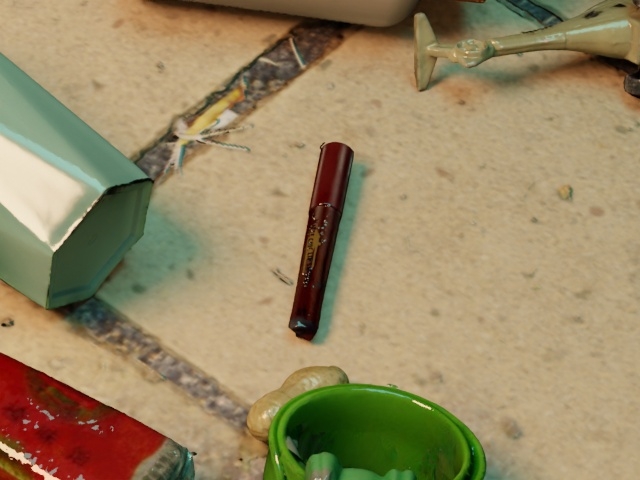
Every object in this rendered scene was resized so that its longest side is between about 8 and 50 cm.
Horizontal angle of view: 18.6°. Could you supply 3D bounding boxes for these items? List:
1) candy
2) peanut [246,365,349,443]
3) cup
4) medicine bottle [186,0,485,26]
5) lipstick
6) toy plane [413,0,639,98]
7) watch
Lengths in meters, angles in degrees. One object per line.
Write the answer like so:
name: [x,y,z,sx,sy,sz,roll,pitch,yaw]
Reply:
candy: [-0.165,0.126,1.189,0.292,0.059,0.086,29,48,15]
peanut: [-0.015,0.103,1.259,0.037,0.037,0.083,39,54,23]
cup: [-0.228,-0.065,1.306,0.236,0.148,0.134,33,23,17]
medicine bottle: [-0.007,-0.250,1.507,0.289,0.157,0.157,7,46,-6]
lipstick: [0.001,0.000,1.366,0.027,0.027,0.176,12,47,-2]
toy plane: [0.211,-0.163,1.529,0.286,0.092,0.108,-13,30,-24]
watch: [0.045,0.164,1.176,0.165,0.131,0.152,7,28,0]
